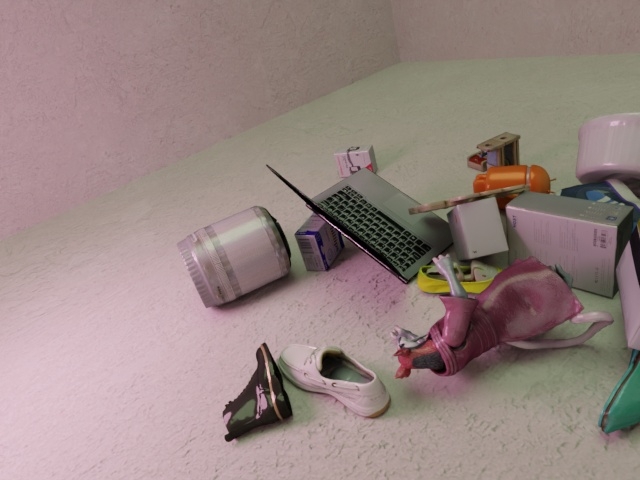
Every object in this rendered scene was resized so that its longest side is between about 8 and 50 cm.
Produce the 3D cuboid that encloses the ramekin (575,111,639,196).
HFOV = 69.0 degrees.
[{"bbox_3d":[0.797,-0.207,1.183,0.276,0.135,0.277,15,-4,1],"label":"ramekin"}]

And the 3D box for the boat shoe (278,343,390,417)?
[{"bbox_3d":[0.016,0.253,0.944,0.276,0.096,0.098,11,38,39],"label":"boat shoe"}]

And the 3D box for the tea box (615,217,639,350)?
[{"bbox_3d":[0.681,0.027,0.687,0.328,0.324,0.220,15,39,17],"label":"tea box"}]

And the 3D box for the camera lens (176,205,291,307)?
[{"bbox_3d":[-0.235,0.042,1.312,0.274,0.220,0.219,-24,30,-15],"label":"camera lens"}]

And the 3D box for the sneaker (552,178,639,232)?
[{"bbox_3d":[0.631,-0.022,1.099,0.236,0.130,0.323,-17,31,17],"label":"sneaker"}]

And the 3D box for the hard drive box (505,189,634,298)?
[{"bbox_3d":[0.541,0.002,1.029,0.089,0.181,0.232,-34,34,-30],"label":"hard drive box"}]

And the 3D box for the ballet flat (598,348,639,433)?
[{"bbox_3d":[0.532,0.225,0.749,0.087,0.083,0.247,22,47,37],"label":"ballet flat"}]

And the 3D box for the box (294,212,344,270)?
[{"bbox_3d":[0.000,0.000,1.363,0.072,0.126,0.137,0,33,30],"label":"box"}]

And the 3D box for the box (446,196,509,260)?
[{"bbox_3d":[0.378,-0.023,1.136,0.090,0.130,0.170,-12,-5,6],"label":"box"}]

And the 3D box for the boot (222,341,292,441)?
[{"bbox_3d":[-0.148,0.306,0.967,0.136,0.077,0.198,-25,28,-4],"label":"boot"}]

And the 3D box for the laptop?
[{"bbox_3d":[0.134,-0.096,1.213,0.407,0.237,0.382,-34,59,-30],"label":"laptop"}]

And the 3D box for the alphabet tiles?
[{"bbox_3d":[0.377,-0.103,1.192,0.283,0.021,0.278,-11,0,-8],"label":"alphabet tiles"}]

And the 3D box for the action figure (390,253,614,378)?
[{"bbox_3d":[0.295,0.180,0.893,0.369,0.248,0.276,-27,58,-21],"label":"action figure"}]

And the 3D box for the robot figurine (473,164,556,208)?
[{"bbox_3d":[0.558,-0.152,1.345,0.219,0.128,0.158,1,-11,28],"label":"robot figurine"}]

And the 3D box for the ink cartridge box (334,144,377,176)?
[{"bbox_3d":[0.140,-0.315,1.856,0.150,0.109,0.063,0,36,27],"label":"ink cartridge box"}]

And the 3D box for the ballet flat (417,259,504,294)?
[{"bbox_3d":[0.340,0.084,1.094,0.230,0.077,0.077,-4,33,20],"label":"ballet flat"}]

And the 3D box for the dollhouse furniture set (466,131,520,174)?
[{"bbox_3d":[0.561,-0.290,1.578,0.128,0.130,0.183,-24,31,-14],"label":"dollhouse furniture set"}]
